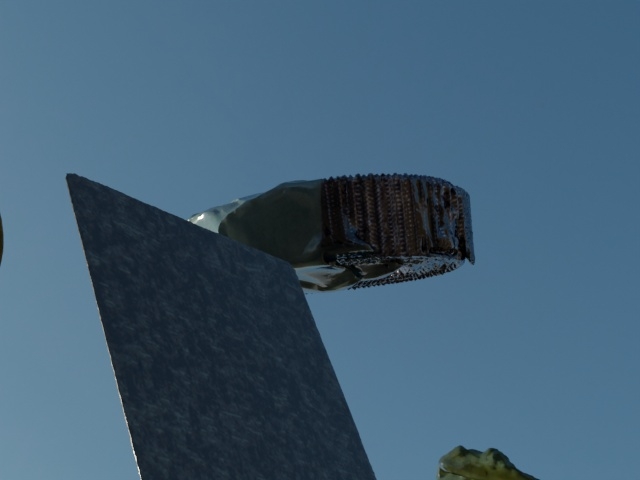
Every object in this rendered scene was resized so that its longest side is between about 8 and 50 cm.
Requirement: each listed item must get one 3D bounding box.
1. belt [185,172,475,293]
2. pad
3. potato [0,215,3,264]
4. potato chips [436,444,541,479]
[{"bbox_3d":[0.000,0.000,1.188,0.325,0.122,0.260,-9,-8,31],"label":"belt"},{"bbox_3d":[-0.028,0.079,0.469,0.003,0.235,0.158,-40,-38,22],"label":"pad"},{"bbox_3d":[-0.310,0.024,0.752,0.178,0.203,0.158,4,-16,-13],"label":"potato"},{"bbox_3d":[0.242,0.444,1.218,0.097,0.389,0.373,-7,-58,-52],"label":"potato chips"}]
